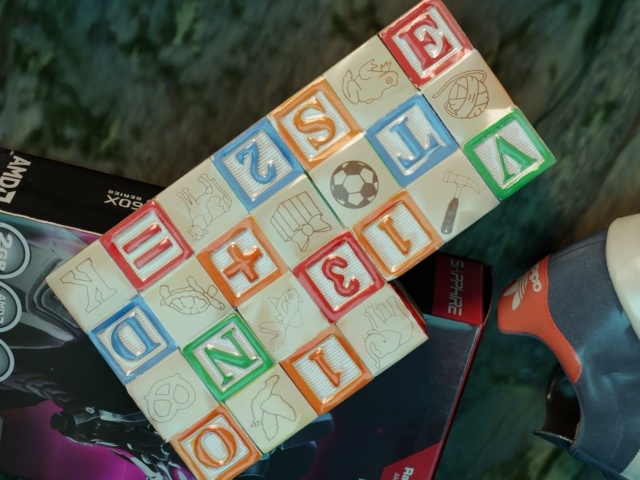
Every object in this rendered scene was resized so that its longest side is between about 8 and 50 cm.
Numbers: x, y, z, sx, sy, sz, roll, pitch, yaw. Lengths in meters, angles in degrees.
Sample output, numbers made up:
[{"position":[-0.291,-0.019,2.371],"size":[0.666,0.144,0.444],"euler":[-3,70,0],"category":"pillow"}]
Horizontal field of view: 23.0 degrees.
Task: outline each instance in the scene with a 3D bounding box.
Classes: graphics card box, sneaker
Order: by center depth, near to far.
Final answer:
[{"position":[0.243,0.143,1.119],"size":[0.148,0.131,0.350],"euler":[-21,111,27],"category":"sneaker"},{"position":[-0.084,0.087,1.137],"size":[0.371,0.094,0.233],"euler":[15,121,-1],"category":"graphics card box"}]

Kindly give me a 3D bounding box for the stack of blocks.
[{"position":[0.000,0.000,0.997],"size":[0.297,0.087,0.171],"euler":[-36,95,4],"category":"stack of blocks"}]
